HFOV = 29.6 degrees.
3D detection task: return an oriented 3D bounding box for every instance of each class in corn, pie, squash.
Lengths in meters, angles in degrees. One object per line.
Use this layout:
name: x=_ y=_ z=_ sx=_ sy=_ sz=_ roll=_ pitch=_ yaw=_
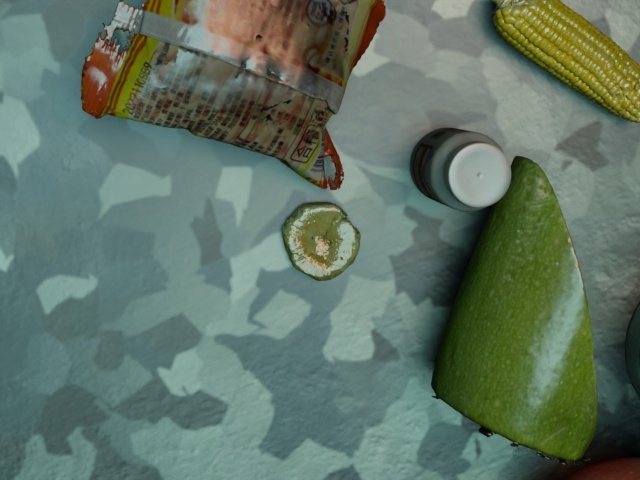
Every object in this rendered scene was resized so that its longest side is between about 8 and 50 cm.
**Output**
corn: x=0.261 y=-0.194 z=1.244 sx=0.206 sy=0.067 sz=0.067 roll=33 pitch=92 yaw=-12
pie: x=0.000 y=0.000 z=1.259 sx=0.084 sy=0.020 sz=0.085 roll=-1 pitch=96 yaw=-7
squash: x=0.231 y=0.070 z=1.215 sx=0.189 sy=0.189 sz=0.261 roll=21 pitch=95 yaw=-10

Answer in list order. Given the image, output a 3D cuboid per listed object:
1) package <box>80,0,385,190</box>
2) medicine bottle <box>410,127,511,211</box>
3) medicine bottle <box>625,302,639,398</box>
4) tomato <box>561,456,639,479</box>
package: x=-0.066 y=-0.187 z=1.164 sx=0.288 sy=0.108 sz=0.223 roll=16 pitch=94 yaw=-29
medicine bottle: x=0.141 y=-0.070 z=1.207 sx=0.079 sy=0.140 sz=0.079 roll=-1 pitch=98 yaw=-8
medicine bottle: x=0.449 y=0.139 z=1.204 sx=0.244 sy=0.290 sz=0.245 roll=-1 pitch=96 yaw=-8
tomato: x=0.322 y=0.349 z=1.238 sx=0.224 sy=0.256 sz=0.256 roll=18 pitch=95 yaw=-25
